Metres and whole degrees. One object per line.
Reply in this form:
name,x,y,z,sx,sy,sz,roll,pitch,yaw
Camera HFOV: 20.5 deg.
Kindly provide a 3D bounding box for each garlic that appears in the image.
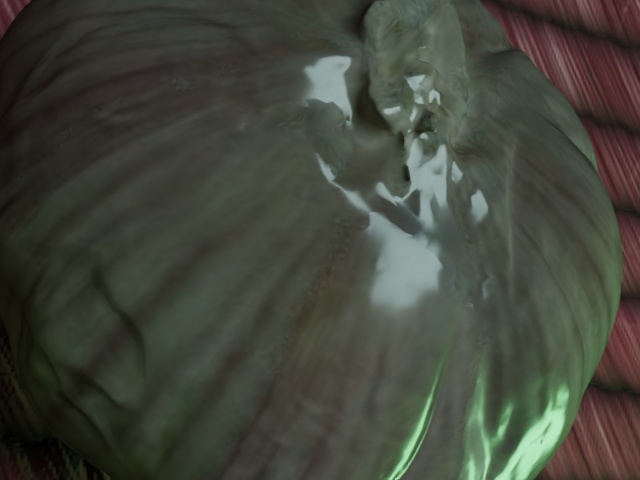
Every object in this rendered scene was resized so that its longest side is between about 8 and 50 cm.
garlic,0.000,0.000,0.792,0.317,0.259,0.317,10,53,-14
